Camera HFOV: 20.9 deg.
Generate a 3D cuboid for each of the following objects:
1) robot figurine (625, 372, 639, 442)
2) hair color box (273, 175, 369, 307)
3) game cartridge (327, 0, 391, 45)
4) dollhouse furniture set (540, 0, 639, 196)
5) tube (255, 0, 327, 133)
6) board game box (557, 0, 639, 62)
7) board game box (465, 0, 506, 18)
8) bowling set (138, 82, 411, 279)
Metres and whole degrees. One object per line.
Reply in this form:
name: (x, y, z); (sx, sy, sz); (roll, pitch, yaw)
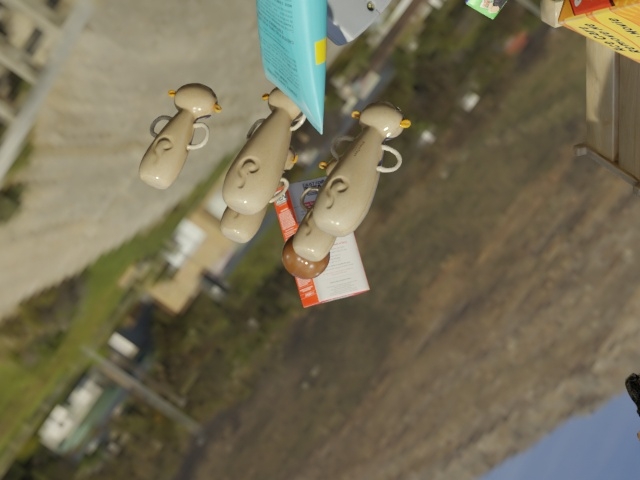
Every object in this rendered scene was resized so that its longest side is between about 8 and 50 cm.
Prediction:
robot figurine: (0.462, 0.246, 2.082); (0.291, 0.211, 0.085); (-79, -166, -77)
hair color box: (0.000, 0.000, 2.005); (0.072, 0.141, 0.043); (-12, 175, -30)
game cartridge: (0.036, -0.411, 2.288); (0.062, 0.198, 0.297); (-10, -134, 49)
dollhouse furniture set: (0.430, -0.127, 2.083); (0.174, 0.303, 0.355); (-18, -146, -21)
tube: (-0.020, -0.174, 1.120); (0.080, 0.052, 0.207); (-126, -152, -48)
board game box: (0.455, -0.274, 1.261); (0.356, 0.357, 0.356); (-4, -113, 63)
board game box: (0.246, -0.444, 2.186); (0.213, 0.046, 0.317); (-53, -158, 29)
bowling set: (-0.035, -0.067, 1.868); (0.154, 0.287, 0.200); (-64, 155, -20)
